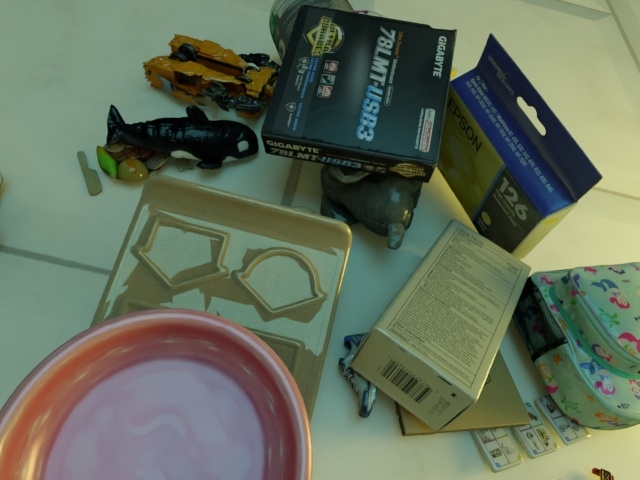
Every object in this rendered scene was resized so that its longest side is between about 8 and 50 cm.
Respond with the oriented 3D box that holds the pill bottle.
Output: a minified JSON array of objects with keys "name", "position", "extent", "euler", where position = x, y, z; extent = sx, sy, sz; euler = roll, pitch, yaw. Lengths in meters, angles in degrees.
[{"name":"pill bottle","position":[0.021,-0.406,0.980],"extent":[0.204,0.204,0.360],"euler":[-9,58,-17]}]

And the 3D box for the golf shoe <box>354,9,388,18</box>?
[{"name":"golf shoe","position":[0.153,-0.496,1.076],"extent":[0.140,0.115,0.306],"euler":[12,25,-34]}]

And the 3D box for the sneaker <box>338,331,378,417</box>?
[{"name":"sneaker","position":[0.055,0.204,0.665],"extent":[0.058,0.052,0.135],"euler":[4,46,-1]}]

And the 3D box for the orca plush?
[{"name":"orca plush","position":[-0.260,-0.229,0.842],"extent":[0.288,0.102,0.151],"euler":[13,44,-8]}]

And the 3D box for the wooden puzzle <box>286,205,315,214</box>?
[{"name":"wooden puzzle","position":[-0.115,0.039,0.720],"extent":[0.239,0.044,0.220],"euler":[0,65,-11]}]

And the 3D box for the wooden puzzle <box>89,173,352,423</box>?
[{"name":"wooden puzzle","position":[-0.145,0.108,0.631],"extent":[0.322,0.080,0.347],"euler":[14,78,-1]}]

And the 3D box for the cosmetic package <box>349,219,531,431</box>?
[{"name":"cosmetic package","position":[0.198,0.113,0.681],"extent":[0.160,0.113,0.309],"euler":[36,45,15]}]

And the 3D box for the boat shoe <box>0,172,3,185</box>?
[{"name":"boat shoe","position":[-0.560,-0.025,0.653],"extent":[0.103,0.113,0.302],"euler":[-13,58,-13]}]

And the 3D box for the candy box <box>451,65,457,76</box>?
[{"name":"candy box","position":[0.264,-0.452,1.170],"extent":[0.206,0.027,0.105],"euler":[-29,61,-27]}]

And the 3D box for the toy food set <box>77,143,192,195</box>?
[{"name":"toy food set","position":[-0.361,-0.164,0.835],"extent":[0.192,0.038,0.132],"euler":[-21,62,-24]}]

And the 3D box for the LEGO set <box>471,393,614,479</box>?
[{"name":"LEGO set","position":[0.347,0.360,0.625],"extent":[0.183,0.060,0.244],"euler":[-9,47,-17]}]

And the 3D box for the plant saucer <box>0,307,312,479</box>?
[{"name":"plant saucer","position":[-0.177,0.244,0.480],"extent":[0.332,0.084,0.332],"euler":[6,61,-11]}]

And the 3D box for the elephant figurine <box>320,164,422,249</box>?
[{"name":"elephant figurine","position":[0.065,-0.100,0.831],"extent":[0.240,0.186,0.169],"euler":[17,97,13]}]

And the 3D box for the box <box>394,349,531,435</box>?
[{"name":"box","position":[0.206,0.217,0.689],"extent":[0.201,0.021,0.164],"euler":[0,49,-11]}]

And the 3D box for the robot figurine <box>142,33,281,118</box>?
[{"name":"robot figurine","position":[-0.226,-0.366,0.975],"extent":[0.291,0.085,0.211],"euler":[21,55,4]}]

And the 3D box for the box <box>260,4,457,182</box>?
[{"name":"box","position":[0.074,-0.266,0.769],"extent":[0.294,0.073,0.295],"euler":[12,71,7]}]

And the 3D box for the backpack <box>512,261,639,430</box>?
[{"name":"backpack","position":[0.460,0.163,0.697],"extent":[0.225,0.191,0.253],"euler":[-2,61,-14]}]

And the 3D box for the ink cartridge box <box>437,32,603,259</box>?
[{"name":"ink cartridge box","position":[0.312,-0.140,0.778],"extent":[0.072,0.307,0.303],"euler":[-22,66,-3]}]
